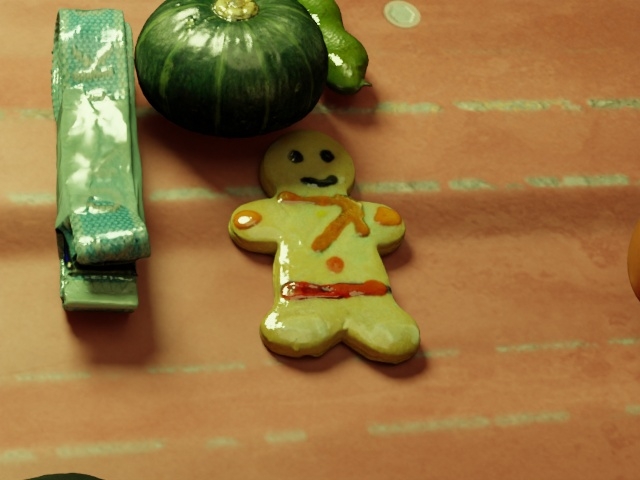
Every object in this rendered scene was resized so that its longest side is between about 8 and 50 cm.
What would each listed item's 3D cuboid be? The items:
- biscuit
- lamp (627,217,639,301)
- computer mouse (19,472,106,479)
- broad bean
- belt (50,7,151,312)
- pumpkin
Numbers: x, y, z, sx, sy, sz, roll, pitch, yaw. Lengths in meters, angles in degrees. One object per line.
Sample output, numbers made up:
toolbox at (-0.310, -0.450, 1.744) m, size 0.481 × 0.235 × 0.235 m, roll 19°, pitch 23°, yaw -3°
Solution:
biscuit at (0.000, 0.000, 1.528) m, size 0.153 × 0.030 × 0.234 m, roll 4°, pitch 53°, yaw -15°
lamp at (0.359, 0.012, 1.532) m, size 0.187 × 0.164 × 0.188 m, roll 7°, pitch 49°, yaw -9°
computer mouse at (-0.220, 0.240, 1.244) m, size 0.269 × 0.086 × 0.138 m, roll -19°, pitch 61°, yaw -29°
broad bean at (-0.015, -0.227, 1.684) m, size 0.052 × 0.053 × 0.256 m, roll -32°, pitch 60°, yaw 9°
belt at (-0.185, -0.070, 1.490) m, size 0.072 × 0.087 × 0.302 m, roll 4°, pitch 52°, yaw -17°
pumpkin at (-0.077, -0.155, 1.562) m, size 0.167 × 0.125 × 0.167 m, roll 4°, pitch 52°, yaw -5°
